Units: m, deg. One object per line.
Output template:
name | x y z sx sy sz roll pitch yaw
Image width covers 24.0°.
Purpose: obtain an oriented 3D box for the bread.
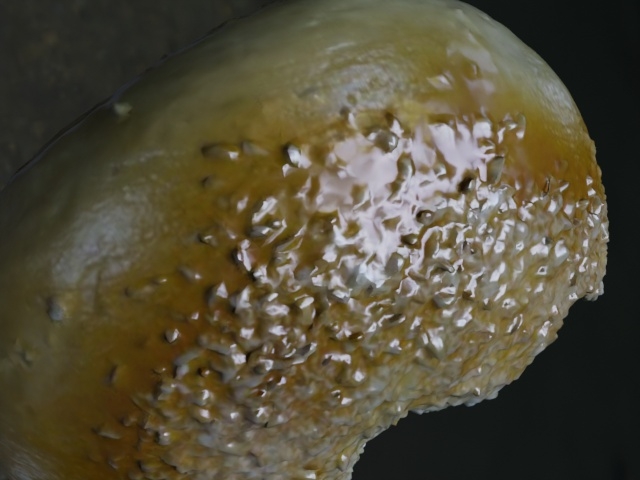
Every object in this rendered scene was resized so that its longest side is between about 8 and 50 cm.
bread | 0.003 -0.004 0.629 0.171 0.314 0.192 56 -25 31
